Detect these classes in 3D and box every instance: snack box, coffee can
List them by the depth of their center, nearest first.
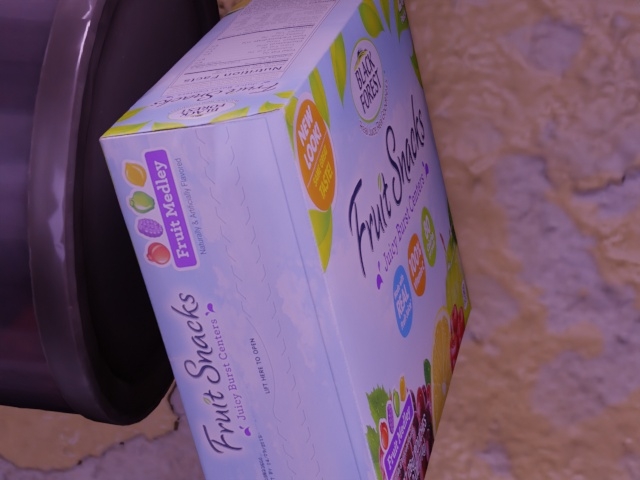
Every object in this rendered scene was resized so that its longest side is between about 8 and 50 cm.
[{"bbox_3d":[0.000,0.000,0.584,0.070,0.207,0.174,-8,111,15],"label":"snack box"},{"bbox_3d":[-0.196,-0.039,0.613,0.275,0.201,0.201,5,114,11],"label":"coffee can"}]
